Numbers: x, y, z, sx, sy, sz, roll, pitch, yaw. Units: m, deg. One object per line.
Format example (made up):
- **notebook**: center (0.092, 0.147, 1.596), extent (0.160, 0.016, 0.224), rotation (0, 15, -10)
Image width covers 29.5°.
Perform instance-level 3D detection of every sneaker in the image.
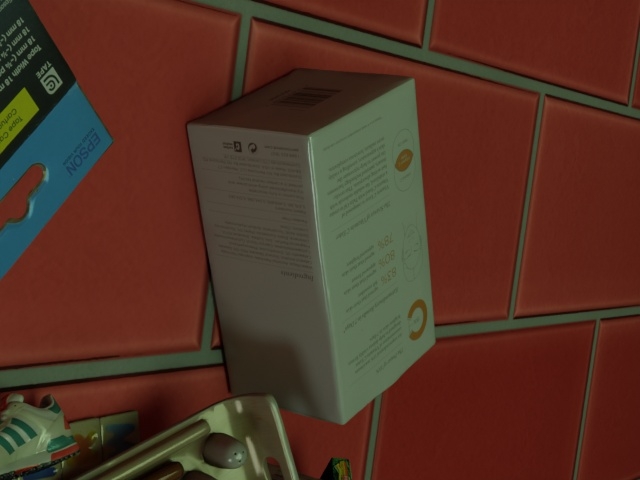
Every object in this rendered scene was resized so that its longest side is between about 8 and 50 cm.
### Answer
- **sneaker**: center (-0.296, 0.183, 1.115), extent (0.161, 0.057, 0.075), rotation (-7, 73, -53)

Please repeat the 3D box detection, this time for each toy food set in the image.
- **toy food set**: center (-0.141, 0.314, 1.217), extent (0.306, 0.092, 0.219), rotation (-25, 106, -34)

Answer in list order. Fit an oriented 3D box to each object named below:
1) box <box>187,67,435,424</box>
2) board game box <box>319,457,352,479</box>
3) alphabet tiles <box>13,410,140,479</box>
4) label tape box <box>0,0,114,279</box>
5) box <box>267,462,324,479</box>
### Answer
- **box**: center (0.000, 0.000, 1.400), extent (0.215, 0.168, 0.345), rotation (-34, 124, -47)
- **board game box**: center (0.020, 0.413, 1.486), extent (0.136, 0.030, 0.259), rotation (116, -25, -46)
- **alphabet tiles**: center (-0.250, 0.325, 1.205), extent (0.342, 0.011, 0.285), rotation (-3, 88, -55)
- **label tape box**: center (-0.332, -0.124, 0.938), extent (0.240, 0.106, 0.333), rotation (-56, 140, -30)
- **box**: center (-0.074, 0.396, 1.433), extent (0.149, 0.127, 0.232), rotation (-1, 99, -56)
